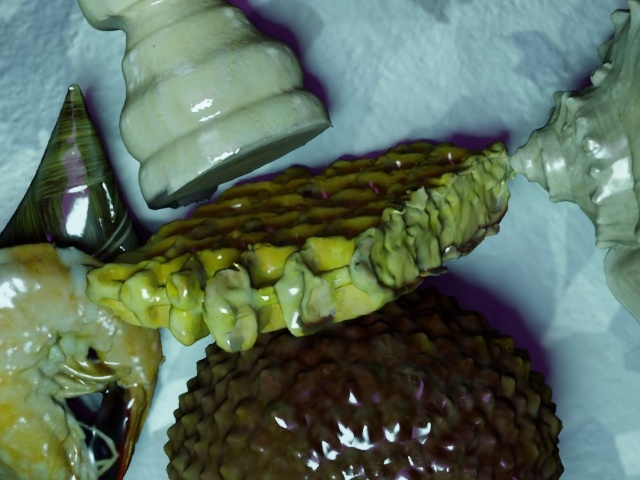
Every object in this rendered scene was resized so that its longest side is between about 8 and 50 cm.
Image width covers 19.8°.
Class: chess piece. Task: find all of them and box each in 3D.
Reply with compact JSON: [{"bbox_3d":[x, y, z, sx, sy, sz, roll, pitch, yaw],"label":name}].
[{"bbox_3d":[-0.110,-0.163,1.276,0.142,0.143,0.261,-26,88,4],"label":"chess piece"}]

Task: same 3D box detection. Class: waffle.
[{"bbox_3d":[0.000,0.001,1.199,0.309,0.283,0.065,-20,104,-15],"label":"waffle"}]

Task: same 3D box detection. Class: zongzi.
[{"bbox_3d":[-0.221,0.001,1.293,0.187,0.084,0.184,-19,111,2],"label":"zongzi"}]

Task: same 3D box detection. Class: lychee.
[{"bbox_3d":[0.020,0.142,1.229,0.267,0.267,0.268,0,93,3],"label":"lychee"}]

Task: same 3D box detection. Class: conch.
[{"bbox_3d":[0.285,-0.045,1.193,0.324,0.186,0.263,-8,77,25],"label":"conch"}]

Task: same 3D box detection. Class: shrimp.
[{"bbox_3d":[-0.170,0.123,1.284,0.152,0.063,0.287,-23,121,-8],"label":"shrimp"}]
